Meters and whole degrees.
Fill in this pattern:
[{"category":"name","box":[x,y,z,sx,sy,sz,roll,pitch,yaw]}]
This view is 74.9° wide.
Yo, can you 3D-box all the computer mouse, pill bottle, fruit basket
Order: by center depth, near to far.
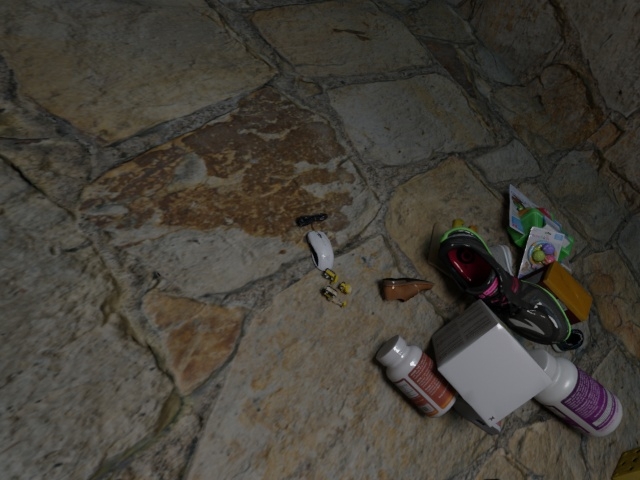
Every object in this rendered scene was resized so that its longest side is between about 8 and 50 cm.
[{"category":"pill bottle","box":[0.261,0.366,1.143,0.216,0.121,0.121,45,50,0]},{"category":"computer mouse","box":[0.000,0.000,1.267,0.106,0.042,0.192,-4,64,-34]},{"category":"pill bottle","box":[0.797,0.485,1.356,0.302,0.169,0.169,37,50,-7]},{"category":"fruit basket","box":[0.946,-0.070,1.794,0.327,0.165,0.353,37,47,-6]}]

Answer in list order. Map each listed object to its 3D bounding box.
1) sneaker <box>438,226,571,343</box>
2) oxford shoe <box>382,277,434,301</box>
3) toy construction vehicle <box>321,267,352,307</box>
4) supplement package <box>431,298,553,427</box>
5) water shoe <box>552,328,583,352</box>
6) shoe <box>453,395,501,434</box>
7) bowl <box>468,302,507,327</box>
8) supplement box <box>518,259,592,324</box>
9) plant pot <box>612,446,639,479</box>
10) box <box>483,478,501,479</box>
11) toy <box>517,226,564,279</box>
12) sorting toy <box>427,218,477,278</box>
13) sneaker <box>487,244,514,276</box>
[{"category":"sneaker","box":[0.555,0.162,1.329,0.483,0.185,0.202,42,33,16]},{"category":"oxford shoe","box":[0.279,0.157,1.332,0.213,0.076,0.075,1,92,-33]},{"category":"toy construction vehicle","box":[0.041,0.140,1.215,0.098,0.035,0.085,34,39,-11]},{"category":"supplement package","box":[0.456,0.324,1.160,0.199,0.198,0.263,48,12,4]},{"category":"water shoe","box":[0.958,0.376,1.576,0.203,0.080,0.072,-10,68,-34]},{"category":"shoe","box":[0.463,0.489,1.229,0.178,0.063,0.081,38,48,-12]},{"category":"bowl","box":[0.561,0.283,1.417,0.142,0.053,0.141,7,60,-27]},{"category":"supplement box","box":[0.827,0.214,1.523,0.191,0.194,0.129,47,50,3]},{"category":"plant pot","box":[1.082,0.781,1.331,0.212,0.212,0.187,-24,63,-38]},{"category":"box","box":[0.410,0.765,1.027,0.270,0.060,0.216,-16,70,-37]},{"category":"toy","box":[0.864,0.077,1.621,0.137,0.056,0.237,14,97,-4]},{"category":"sorting toy","box":[0.520,0.023,1.560,0.229,0.041,0.307,31,51,-11]},{"category":"sneaker","box":[0.642,0.147,1.522,0.116,0.105,0.280,5,61,-17]}]
